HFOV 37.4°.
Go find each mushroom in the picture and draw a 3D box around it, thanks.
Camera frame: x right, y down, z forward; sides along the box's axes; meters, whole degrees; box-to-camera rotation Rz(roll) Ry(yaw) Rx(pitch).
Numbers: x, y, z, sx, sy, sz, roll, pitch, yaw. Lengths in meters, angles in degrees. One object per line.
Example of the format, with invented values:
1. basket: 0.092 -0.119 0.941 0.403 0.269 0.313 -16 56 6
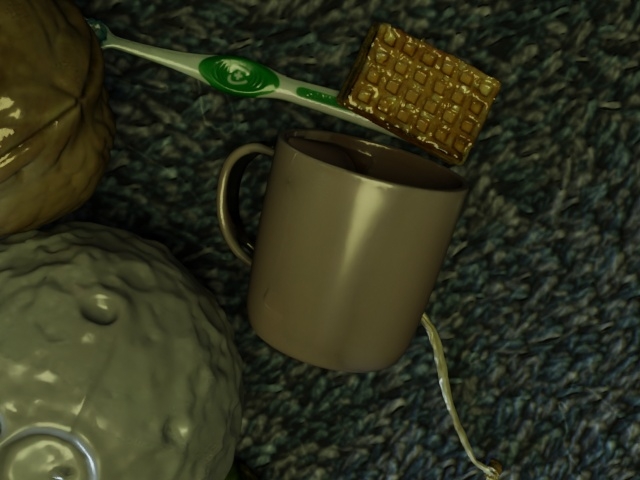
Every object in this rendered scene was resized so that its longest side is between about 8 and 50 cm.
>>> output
1. mushroom: 0.144 0.161 1.079 0.028 0.026 0.286 -29 103 -12

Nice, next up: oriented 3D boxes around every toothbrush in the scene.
1. toothbrush: -0.074 -0.166 0.973 0.418 0.040 0.042 15 87 -12

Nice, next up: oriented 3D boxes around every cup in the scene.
1. cup: 0.000 0.000 0.956 0.253 0.191 0.200 22 108 21

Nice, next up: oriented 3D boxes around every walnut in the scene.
1. walnut: -0.335 -0.135 0.838 0.313 0.252 0.277 8 114 23

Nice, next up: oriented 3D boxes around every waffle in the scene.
1. waffle: 0.100 -0.151 0.968 0.148 0.042 0.102 25 84 -11

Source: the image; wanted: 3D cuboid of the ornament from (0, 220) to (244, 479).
1. ornament: -0.238 0.154 0.903 0.337 0.337 0.336 -1 105 -3

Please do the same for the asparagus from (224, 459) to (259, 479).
1. asparagus: -0.182 0.352 1.090 0.278 0.060 0.067 -36 123 6
